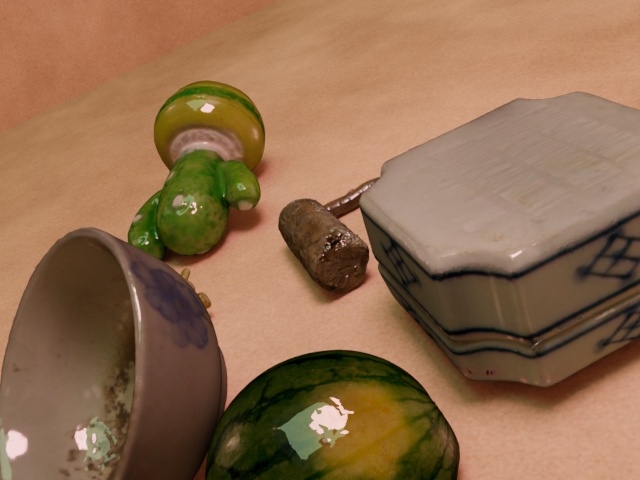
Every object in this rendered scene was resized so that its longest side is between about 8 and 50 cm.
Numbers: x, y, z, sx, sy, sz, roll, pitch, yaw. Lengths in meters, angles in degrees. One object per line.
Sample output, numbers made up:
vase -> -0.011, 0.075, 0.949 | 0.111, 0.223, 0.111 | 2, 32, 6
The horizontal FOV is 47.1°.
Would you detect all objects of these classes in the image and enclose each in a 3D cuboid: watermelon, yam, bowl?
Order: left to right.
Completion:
bowl -> -0.181, 0.139, 0.692 | 0.289, 0.146, 0.289 | -15, 69, 45
watermelon -> -0.013, 0.170, 0.593 | 0.232, 0.127, 0.204 | -21, 32, 14
yam -> 0.000, 0.000, 0.923 | 0.078, 0.078, 0.179 | -27, 28, -7
yam -> 0.052, -0.062, 1.042 | 0.234, 0.027, 0.029 | -28, 3, -11

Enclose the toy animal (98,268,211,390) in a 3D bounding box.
toy animal -> -0.198, 0.116, 0.872 | 0.136, 0.073, 0.181 | -32, 32, 5

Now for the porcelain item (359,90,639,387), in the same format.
porcelain item -> 0.204, -0.010, 0.708 | 0.281, 0.157, 0.286 | -26, 28, -9

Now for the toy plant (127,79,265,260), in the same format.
toy plant -> -0.185, -0.097, 1.160 | 0.224, 0.184, 0.315 | -16, 45, 22
